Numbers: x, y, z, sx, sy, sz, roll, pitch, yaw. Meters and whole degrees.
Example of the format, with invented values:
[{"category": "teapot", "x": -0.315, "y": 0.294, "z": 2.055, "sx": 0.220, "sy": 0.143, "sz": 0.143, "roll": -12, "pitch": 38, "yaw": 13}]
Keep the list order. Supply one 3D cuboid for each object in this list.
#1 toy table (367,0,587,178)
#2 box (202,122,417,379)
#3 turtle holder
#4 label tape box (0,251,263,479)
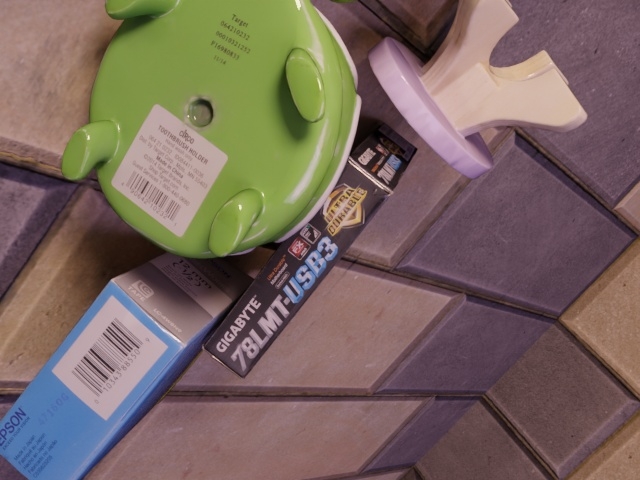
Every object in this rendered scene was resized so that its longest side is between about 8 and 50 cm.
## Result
[{"category": "toy table", "x": 0.192, "y": -0.199, "z": 0.865, "sx": 0.161, "sy": 0.252, "sz": 0.274, "roll": -35, "pitch": 162, "yaw": 23}, {"category": "box", "x": 0.000, "y": 0.000, "z": 0.903, "sx": 0.295, "sy": 0.073, "sz": 0.293, "roll": -53, "pitch": 178, "yaw": 21}, {"category": "turtle holder", "x": -0.076, "y": -0.145, "z": 0.674, "sx": 0.227, "sy": 0.243, "sz": 0.320, "roll": -11, "pitch": 106, "yaw": -71}, {"category": "label tape box", "x": -0.219, "y": 0.132, "z": 0.901, "sx": 0.249, "sy": 0.115, "sz": 0.347, "roll": -50, "pitch": 180, "yaw": 14}]
